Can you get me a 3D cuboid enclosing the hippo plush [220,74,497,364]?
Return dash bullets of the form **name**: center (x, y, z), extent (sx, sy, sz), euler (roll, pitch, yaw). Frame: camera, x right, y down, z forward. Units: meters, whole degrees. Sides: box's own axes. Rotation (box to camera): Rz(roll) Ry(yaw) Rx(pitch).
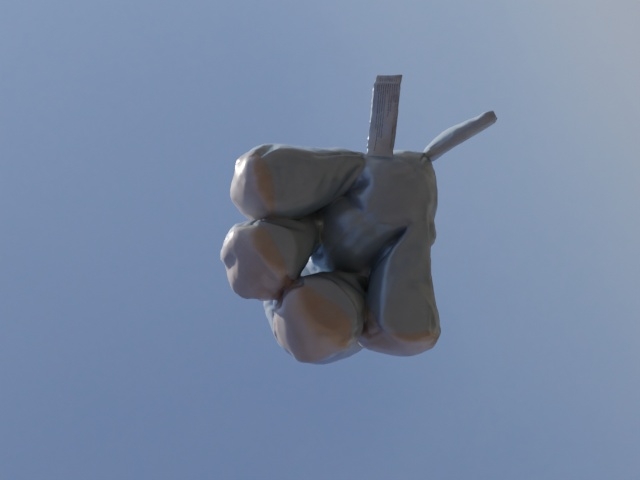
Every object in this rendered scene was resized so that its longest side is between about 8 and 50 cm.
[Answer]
- **hippo plush**: center (0.000, 0.000, 1.382), extent (0.234, 0.236, 0.294), euler (19, -110, -12)
